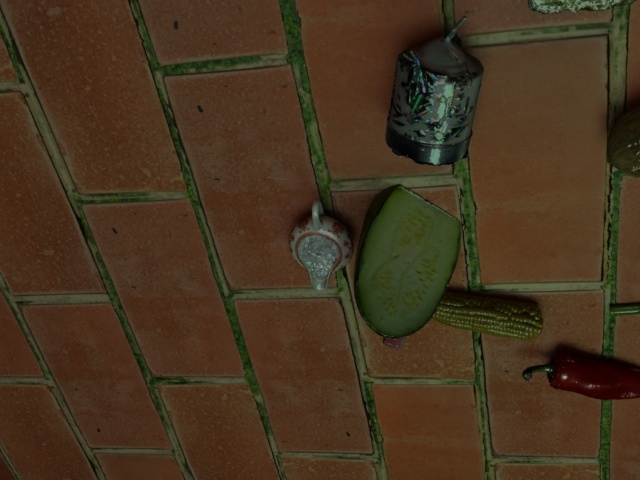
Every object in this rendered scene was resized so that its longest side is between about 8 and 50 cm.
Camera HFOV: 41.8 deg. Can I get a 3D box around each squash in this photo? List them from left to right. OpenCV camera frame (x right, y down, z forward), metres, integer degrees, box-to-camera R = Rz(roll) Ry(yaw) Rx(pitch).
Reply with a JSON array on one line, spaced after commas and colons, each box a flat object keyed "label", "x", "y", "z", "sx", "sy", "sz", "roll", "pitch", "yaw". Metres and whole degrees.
[{"label": "squash", "x": 0.184, "y": 0.065, "z": 1.931, "sx": 0.233, "sy": 0.309, "sz": 0.210, "roll": 32, "pitch": 126, "yaw": -12}, {"label": "squash", "x": 0.758, "y": 0.171, "z": 2.068, "sx": 0.083, "sy": 0.027, "sz": 0.028, "roll": -5, "pitch": 126, "yaw": 15}]

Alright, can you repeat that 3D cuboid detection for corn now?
[{"label": "corn", "x": 0.407, "y": 0.190, "z": 2.111, "sx": 0.312, "sy": 0.102, "sz": 0.102, "roll": 7, "pitch": 128, "yaw": 7}]

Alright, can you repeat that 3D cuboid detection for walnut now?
[{"label": "walnut", "x": 0.675, "y": -0.206, "z": 1.722, "sx": 0.184, "sy": 0.155, "sz": 0.155, "roll": -27, "pitch": 117, "yaw": 30}]

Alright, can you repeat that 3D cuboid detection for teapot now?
[{"label": "teapot", "x": 0.000, "y": 0.000, "z": 2.050, "sx": 0.159, "sy": 0.116, "sz": 0.246, "roll": 5, "pitch": 131, "yaw": 24}]

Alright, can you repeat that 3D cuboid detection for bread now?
[{"label": "bread", "x": 0.495, "y": -0.499, "z": 1.580, "sx": 0.231, "sy": 0.088, "sz": 0.128, "roll": 2, "pitch": 118, "yaw": 19}]

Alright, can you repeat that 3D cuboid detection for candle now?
[{"label": "candle", "x": 0.239, "y": -0.317, "z": 1.707, "sx": 0.187, "sy": 0.187, "sz": 0.330, "roll": 10, "pitch": 126, "yaw": 5}]

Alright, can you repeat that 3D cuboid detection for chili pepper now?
[{"label": "chili pepper", "x": 0.710, "y": 0.354, "z": 2.175, "sx": 0.387, "sy": 0.110, "sz": 0.110, "roll": 11, "pitch": 129, "yaw": -3}]

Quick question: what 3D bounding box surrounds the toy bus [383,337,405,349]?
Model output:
[{"label": "toy bus", "x": 0.210, "y": 0.200, "z": 2.177, "sx": 0.065, "sy": 0.077, "sz": 0.192, "roll": 16, "pitch": 128, "yaw": 2}]
